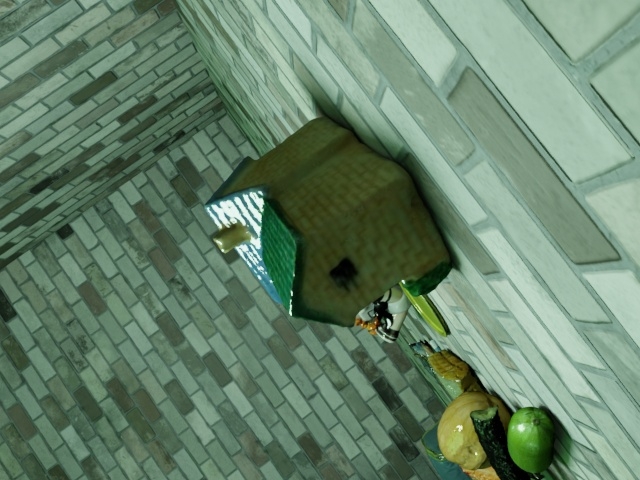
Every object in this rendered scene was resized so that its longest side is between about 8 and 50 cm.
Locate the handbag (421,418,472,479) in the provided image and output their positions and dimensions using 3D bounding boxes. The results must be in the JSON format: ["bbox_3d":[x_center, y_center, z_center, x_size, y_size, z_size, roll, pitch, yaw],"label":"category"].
[{"bbox_3d":[0.510,0.720,1.757,0.241,0.263,0.222,56,170,-5],"label":"handbag"}]

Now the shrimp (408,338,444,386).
[{"bbox_3d":[0.400,0.435,1.884,0.178,0.075,0.289,62,178,-39],"label":"shrimp"}]

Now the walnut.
[{"bbox_3d":[0.423,0.523,1.416,0.193,0.225,0.193,20,-156,-10],"label":"walnut"}]

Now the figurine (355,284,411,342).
[{"bbox_3d":[0.157,0.170,1.739,0.323,0.196,0.320,39,155,55],"label":"figurine"}]

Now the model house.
[{"bbox_3d":[0.000,0.000,1.013,0.334,0.343,0.382,57,175,-29],"label":"model house"}]

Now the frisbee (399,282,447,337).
[{"bbox_3d":[0.290,0.179,1.488,0.236,0.017,0.236,53,176,5],"label":"frisbee"}]

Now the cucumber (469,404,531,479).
[{"bbox_3d":[0.457,0.542,1.288,0.303,0.081,0.072,64,-163,-15],"label":"cucumber"}]

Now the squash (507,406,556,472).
[{"bbox_3d":[0.468,0.453,1.150,0.101,0.101,0.378,51,177,38],"label":"squash"}]

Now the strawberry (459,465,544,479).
[{"bbox_3d":[0.544,0.656,1.531,0.286,0.106,0.188,-20,96,55],"label":"strawberry"}]

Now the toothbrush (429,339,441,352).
[{"bbox_3d":[0.467,0.459,1.799,0.275,0.019,0.025,54,172,-2],"label":"toothbrush"}]

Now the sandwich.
[{"bbox_3d":[0.447,0.466,1.604,0.251,0.087,0.226,55,177,-14],"label":"sandwich"}]
